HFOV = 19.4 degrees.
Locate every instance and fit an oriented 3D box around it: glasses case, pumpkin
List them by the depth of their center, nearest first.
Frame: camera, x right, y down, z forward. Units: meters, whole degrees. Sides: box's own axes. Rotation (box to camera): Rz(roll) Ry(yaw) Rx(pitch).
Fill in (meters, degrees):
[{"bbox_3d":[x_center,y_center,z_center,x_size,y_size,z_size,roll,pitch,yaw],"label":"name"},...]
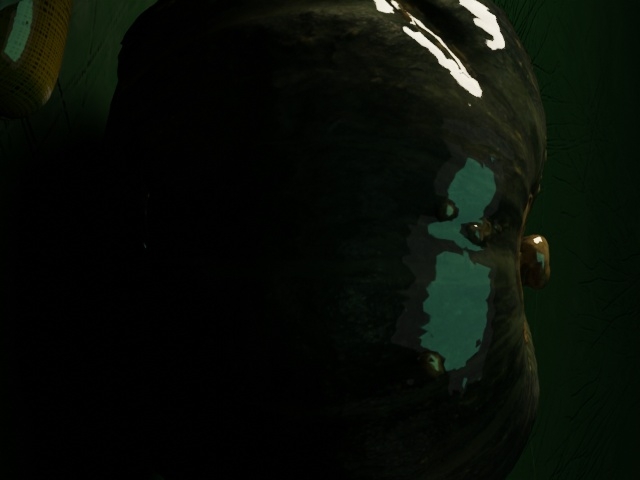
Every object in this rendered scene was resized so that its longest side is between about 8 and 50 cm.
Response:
[{"bbox_3d":[-0.153,-0.176,0.937,0.079,0.064,0.234,55,35,-69],"label":"glasses case"},{"bbox_3d":[0.000,0.000,1.050,0.291,0.257,0.328,80,15,-63],"label":"pumpkin"}]

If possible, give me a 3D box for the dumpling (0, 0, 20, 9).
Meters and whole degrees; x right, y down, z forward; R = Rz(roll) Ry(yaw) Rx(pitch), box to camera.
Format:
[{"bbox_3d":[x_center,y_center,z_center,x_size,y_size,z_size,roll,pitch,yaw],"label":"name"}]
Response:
[{"bbox_3d":[-0.131,-0.205,0.837,0.124,0.151,0.229,-68,173,-73],"label":"dumpling"}]
